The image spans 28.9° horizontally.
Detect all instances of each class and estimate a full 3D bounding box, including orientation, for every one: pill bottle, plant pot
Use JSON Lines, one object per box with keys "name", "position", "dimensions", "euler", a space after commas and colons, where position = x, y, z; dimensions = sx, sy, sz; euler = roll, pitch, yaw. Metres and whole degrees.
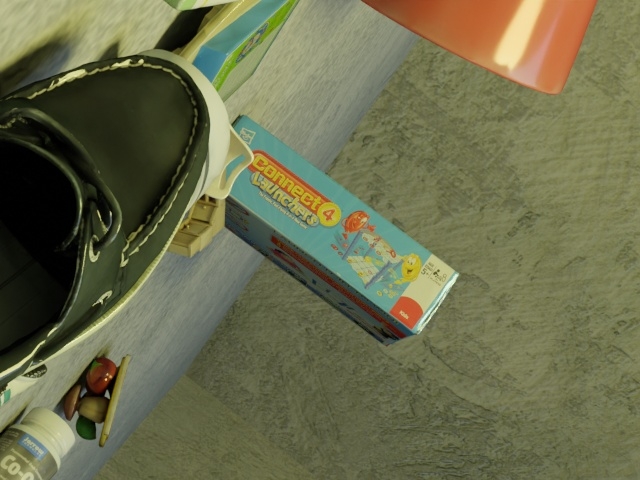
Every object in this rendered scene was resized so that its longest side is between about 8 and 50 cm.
{"name": "pill bottle", "position": [-0.351, 0.262, 1.433], "dimensions": [0.137, 0.078, 0.078], "euler": [-52, 178, -37]}
{"name": "plant pot", "position": [0.191, -0.322, 1.306], "dimensions": [0.243, 0.275, 0.275], "euler": [-64, 175, 17]}

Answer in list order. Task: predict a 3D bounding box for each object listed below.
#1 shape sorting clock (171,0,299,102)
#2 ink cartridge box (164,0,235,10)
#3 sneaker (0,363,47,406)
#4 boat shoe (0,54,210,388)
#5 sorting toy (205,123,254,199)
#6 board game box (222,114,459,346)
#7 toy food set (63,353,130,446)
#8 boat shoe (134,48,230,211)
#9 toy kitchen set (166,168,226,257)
{"name": "shape sorting clock", "position": [-0.077, -0.147, 0.962], "dimensions": [0.206, 0.040, 0.206], "euler": [-50, -179, 1]}
{"name": "ink cartridge box", "position": [-0.019, -0.226, 0.734], "dimensions": [0.171, 0.056, 0.235], "euler": [-54, 176, 20]}
{"name": "sneaker", "position": [-0.279, 0.116, 0.999], "dimensions": [0.075, 0.057, 0.161], "euler": [-36, -178, 8]}
{"name": "boat shoe", "position": [-0.153, -0.002, 0.583], "dimensions": [0.340, 0.127, 0.113], "euler": [-39, -178, -37]}
{"name": "sorting toy", "position": [-0.102, -0.078, 1.117], "dimensions": [0.083, 0.075, 0.045], "euler": [-52, 178, 9]}
{"name": "board game box", "position": [0.000, 0.000, 1.520], "dimensions": [0.086, 0.308, 0.302], "euler": [-53, 179, -8]}
{"name": "toy food set", "position": [-0.319, 0.218, 1.744], "dimensions": [0.218, 0.071, 0.128], "euler": [128, -24, -72]}
{"name": "boat shoe", "position": [-0.147, -0.027, 0.858], "dimensions": [0.267, 0.096, 0.088], "euler": [-41, -168, 52]}
{"name": "toy kitchen set", "position": [-0.151, -0.036, 1.346], "dimensions": [0.083, 0.068, 0.075], "euler": [-49, 148, -57]}
